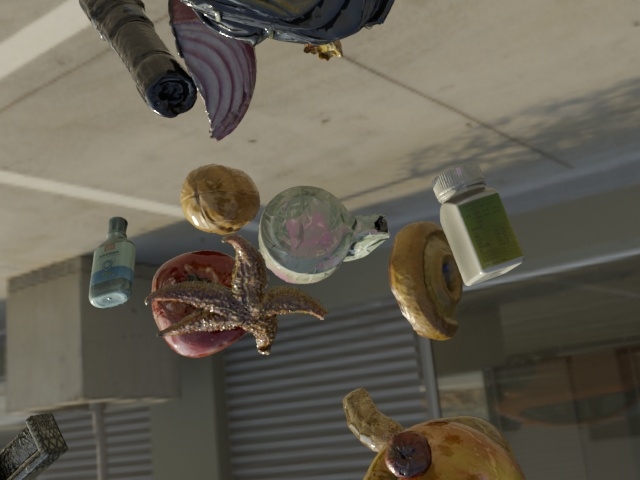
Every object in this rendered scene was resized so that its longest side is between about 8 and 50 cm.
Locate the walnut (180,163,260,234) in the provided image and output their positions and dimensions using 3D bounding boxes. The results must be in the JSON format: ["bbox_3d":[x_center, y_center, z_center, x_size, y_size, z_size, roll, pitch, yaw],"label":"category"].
[{"bbox_3d":[-0.225,-0.092,1.882,0.165,0.165,0.197,-10,178,18],"label":"walnut"}]

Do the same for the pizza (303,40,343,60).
[{"bbox_3d":[-0.021,-0.370,1.445,0.062,0.161,0.182,-46,178,23],"label":"pizza"}]

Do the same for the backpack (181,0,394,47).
[{"bbox_3d":[-0.036,-0.312,0.928,0.258,0.206,0.133,16,-165,-5],"label":"backpack"}]

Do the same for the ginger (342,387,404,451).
[{"bbox_3d":[0.099,0.361,1.672,0.069,0.095,0.190,18,-173,-34],"label":"ginger"}]

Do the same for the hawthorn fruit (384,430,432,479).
[{"bbox_3d":[0.128,0.312,1.223,0.077,0.077,0.077,-6,167,-1],"label":"hawthorn fruit"}]

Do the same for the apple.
[{"bbox_3d":[0.191,0.425,1.332,0.233,0.286,0.286,38,156,-8],"label":"apple"}]

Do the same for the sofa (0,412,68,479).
[{"bbox_3d":[-0.382,0.277,1.083,0.118,0.060,0.039,-40,156,23],"label":"sofa"}]

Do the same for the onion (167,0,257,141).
[{"bbox_3d":[-0.159,-0.321,1.351,0.111,0.247,0.250,-14,131,6],"label":"onion"}]

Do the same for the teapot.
[{"bbox_3d":[-0.009,-0.011,1.516,0.222,0.163,0.178,-30,169,-17],"label":"teapot"}]

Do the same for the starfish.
[{"bbox_3d":[-0.104,0.079,1.065,0.227,0.043,0.240,-10,135,-7],"label":"starfish"}]

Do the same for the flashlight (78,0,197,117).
[{"bbox_3d":[-0.309,-0.333,1.416,0.103,0.424,0.103,-18,134,-20],"label":"flashlight"}]

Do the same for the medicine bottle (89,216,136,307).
[{"bbox_3d":[-0.422,0.040,1.715,0.090,0.208,0.053,-16,139,11],"label":"medicine bottle"}]

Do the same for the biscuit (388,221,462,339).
[{"bbox_3d":[0.241,0.077,1.879,0.091,0.274,0.213,-16,148,37],"label":"biscuit"}]

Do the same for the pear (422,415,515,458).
[{"bbox_3d":[0.340,0.559,2.040,0.281,0.280,0.280,-6,167,-1],"label":"pear"}]

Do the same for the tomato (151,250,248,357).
[{"bbox_3d":[-0.241,0.119,1.693,0.228,0.227,0.101,-6,164,-1],"label":"tomato"}]

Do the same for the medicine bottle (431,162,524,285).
[{"bbox_3d":[0.261,-0.029,1.424,0.088,0.188,0.132,-19,170,-6],"label":"medicine bottle"}]
